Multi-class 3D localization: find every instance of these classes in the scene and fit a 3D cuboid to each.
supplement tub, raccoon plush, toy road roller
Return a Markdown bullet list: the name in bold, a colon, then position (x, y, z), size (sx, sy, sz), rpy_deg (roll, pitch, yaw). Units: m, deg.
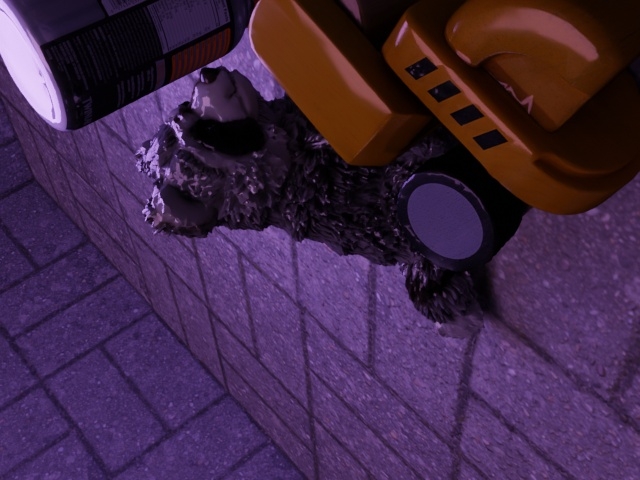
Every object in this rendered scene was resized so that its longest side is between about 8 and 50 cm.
- **supplement tub**: position (-0.228, -0.283, 1.006), size (0.193, 0.316, 0.194), rpy_deg (41, 151, 29)
- **raccoon plush**: position (0.000, 0.000, 0.888), size (0.447, 0.299, 0.216), rpy_deg (65, 176, -19)
- **toy road roller**: position (0.128, -0.164, 0.655), size (0.329, 0.202, 0.240), rpy_deg (48, 143, 6)
